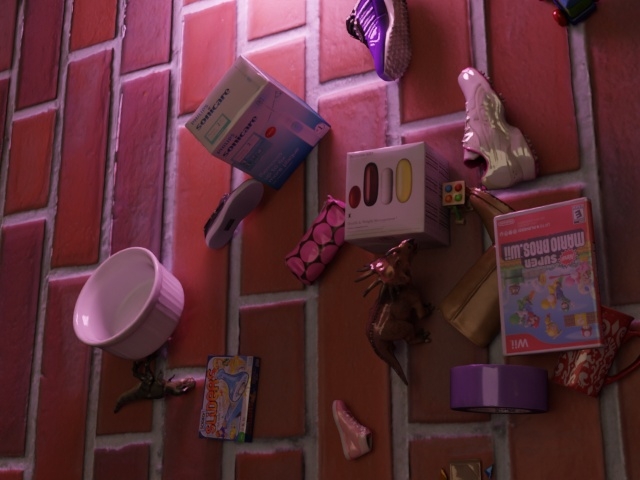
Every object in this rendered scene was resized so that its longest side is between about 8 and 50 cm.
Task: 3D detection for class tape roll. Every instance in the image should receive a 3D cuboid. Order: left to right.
[{"bbox_3d":[0.346,0.291,1.697,0.189,0.189,0.080,-5,74,29],"label":"tape roll"}]

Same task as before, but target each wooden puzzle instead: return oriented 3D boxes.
[{"bbox_3d":[0.295,0.482,1.777,0.116,0.014,0.079,-2,79,30],"label":"wooden puzzle"}]

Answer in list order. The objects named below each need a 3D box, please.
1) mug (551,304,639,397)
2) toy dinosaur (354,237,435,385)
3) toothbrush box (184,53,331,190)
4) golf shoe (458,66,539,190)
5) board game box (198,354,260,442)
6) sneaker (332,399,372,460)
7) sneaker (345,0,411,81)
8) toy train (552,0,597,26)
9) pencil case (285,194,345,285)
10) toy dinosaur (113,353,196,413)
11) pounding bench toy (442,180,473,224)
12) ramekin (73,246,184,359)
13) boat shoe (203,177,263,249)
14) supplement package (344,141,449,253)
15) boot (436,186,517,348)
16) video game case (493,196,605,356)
[{"bbox_3d":[0.529,0.211,1.664,0.150,0.113,0.169,22,91,35],"label":"mug"},{"bbox_3d":[0.145,0.149,1.849,0.127,0.200,0.296,4,78,31],"label":"toy dinosaur"},{"bbox_3d":[-0.144,-0.274,2.086,0.216,0.295,0.126,-49,58,8],"label":"toothbrush box"},{"bbox_3d":[0.350,-0.241,1.885,0.140,0.115,0.306,-27,62,7],"label":"golf shoe"},{"bbox_3d":[-0.218,0.377,2.092,0.136,0.035,0.201,-3,74,29],"label":"board game box"},{"bbox_3d":[0.075,0.405,1.906,0.070,0.051,0.134,-24,68,21],"label":"sneaker"},{"bbox_3d":[0.132,-0.504,2.117,0.146,0.102,0.293,-12,65,31],"label":"sneaker"},{"bbox_3d":[0.495,-0.593,1.898,0.105,0.143,0.248,-37,61,16],"label":"toy train"},{"bbox_3d":[0.000,0.000,2.045,0.098,0.095,0.209,36,94,-2],"label":"pencil case"},{"bbox_3d":[-0.440,0.356,2.215,0.268,0.064,0.118,-19,74,28],"label":"toy dinosaur"},{"bbox_3d":[0.299,-0.081,1.908,0.052,0.065,0.083,-5,73,29],"label":"pounding bench toy"},{"bbox_3d":[-0.476,0.167,2.208,0.277,0.135,0.277,-21,48,25],"label":"ramekin"},{"bbox_3d":[-0.226,-0.080,2.196,0.228,0.080,0.076,-55,47,29],"label":"boat shoe"},{"bbox_3d":[0.171,-0.090,1.935,0.194,0.149,0.203,-6,74,29],"label":"supplement package"},{"bbox_3d":[0.334,0.050,1.837,0.236,0.089,0.269,42,100,33],"label":"boot"},{"bbox_3d":[0.437,0.074,1.689,0.204,0.025,0.285,-13,72,39],"label":"video game case"}]
